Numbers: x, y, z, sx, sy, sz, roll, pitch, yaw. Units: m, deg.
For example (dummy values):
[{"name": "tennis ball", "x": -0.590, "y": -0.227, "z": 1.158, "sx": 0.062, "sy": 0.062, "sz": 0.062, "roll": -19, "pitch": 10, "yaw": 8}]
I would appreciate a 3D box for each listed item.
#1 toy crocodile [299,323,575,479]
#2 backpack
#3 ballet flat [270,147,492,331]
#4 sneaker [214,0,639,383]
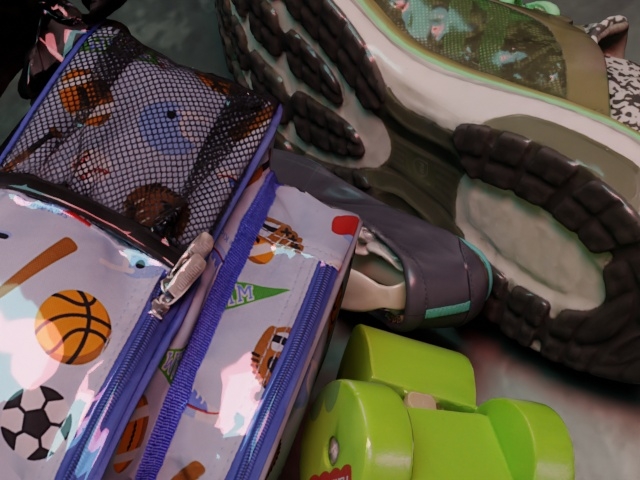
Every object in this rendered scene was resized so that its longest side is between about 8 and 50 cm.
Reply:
[{"name": "toy crocodile", "x": 0.064, "y": 0.162, "z": 0.559, "sx": 0.115, "sy": 0.105, "sz": 0.340, "roll": 8, "pitch": 39, "yaw": -26}, {"name": "backpack", "x": -0.114, "y": 0.067, "z": 0.603, "sx": 0.213, "sy": 0.276, "sz": 0.263, "roll": 27, "pitch": 53, "yaw": 8}, {"name": "ballet flat", "x": 0.000, "y": 0.000, "z": 0.714, "sx": 0.203, "sy": 0.074, "sz": 0.074, "roll": 26, "pitch": 65, "yaw": 42}, {"name": "sneaker", "x": 0.092, "y": -0.089, "z": 0.761, "sx": 0.182, "sy": 0.158, "sz": 0.410, "roll": -27, "pitch": 54, "yaw": -32}]
